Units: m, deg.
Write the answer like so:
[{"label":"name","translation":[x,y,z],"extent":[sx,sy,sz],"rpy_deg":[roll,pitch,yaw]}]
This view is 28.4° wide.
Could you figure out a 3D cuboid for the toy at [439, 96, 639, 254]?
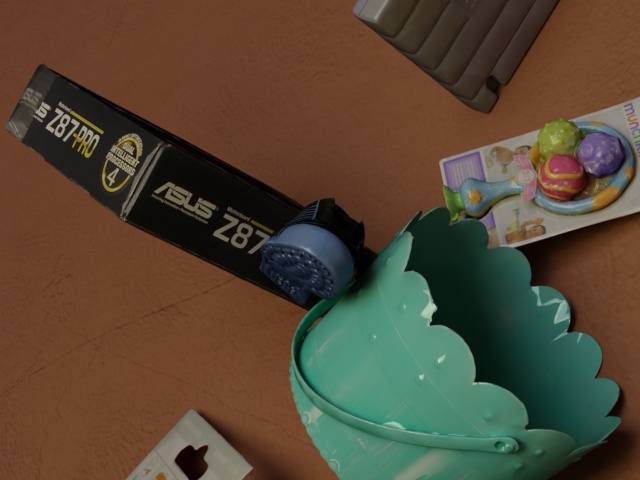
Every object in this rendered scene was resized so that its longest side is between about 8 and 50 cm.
[{"label":"toy","translation":[0.233,-0.074,1.263],"extent":[0.237,0.056,0.137],"rpy_deg":[-19,53,17]}]

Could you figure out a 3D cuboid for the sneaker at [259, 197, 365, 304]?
[{"label":"sneaker","translation":[0.000,0.000,1.151],"extent":[0.090,0.081,0.232],"rpy_deg":[-51,5,-10]}]

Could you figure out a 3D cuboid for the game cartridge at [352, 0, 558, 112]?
[{"label":"game cartridge","translation":[0.199,-0.343,1.379],"extent":[0.355,0.230,0.068],"rpy_deg":[-58,39,1]}]

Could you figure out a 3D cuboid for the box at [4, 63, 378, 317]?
[{"label":"box","translation":[-0.112,-0.035,1.387],"extent":[0.318,0.395,0.097],"rpy_deg":[30,92,52]}]

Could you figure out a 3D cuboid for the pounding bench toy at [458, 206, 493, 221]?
[{"label":"pounding bench toy","translation":[0.167,-0.016,1.350],"extent":[0.065,0.052,0.083],"rpy_deg":[-49,41,13]}]

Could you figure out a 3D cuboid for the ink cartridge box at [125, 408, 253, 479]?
[{"label":"ink cartridge box","translation":[-0.211,0.388,1.419],"extent":[0.385,0.091,0.308],"rpy_deg":[-50,17,-8]}]

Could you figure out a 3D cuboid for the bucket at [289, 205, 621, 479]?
[{"label":"bucket","translation":[0.117,0.124,1.158],"extent":[0.183,0.281,0.281],"rpy_deg":[-45,42,23]}]
